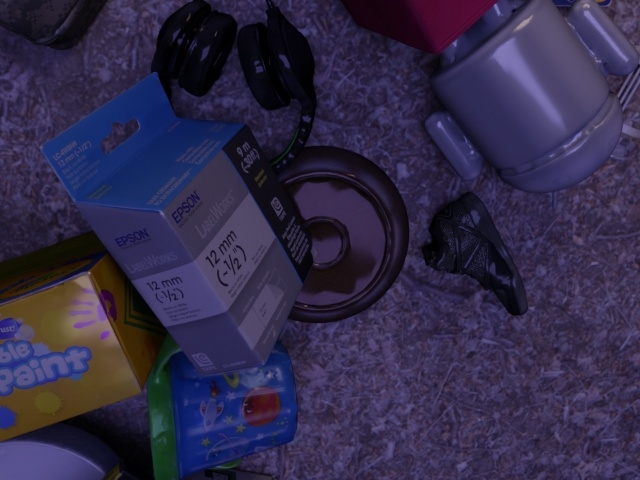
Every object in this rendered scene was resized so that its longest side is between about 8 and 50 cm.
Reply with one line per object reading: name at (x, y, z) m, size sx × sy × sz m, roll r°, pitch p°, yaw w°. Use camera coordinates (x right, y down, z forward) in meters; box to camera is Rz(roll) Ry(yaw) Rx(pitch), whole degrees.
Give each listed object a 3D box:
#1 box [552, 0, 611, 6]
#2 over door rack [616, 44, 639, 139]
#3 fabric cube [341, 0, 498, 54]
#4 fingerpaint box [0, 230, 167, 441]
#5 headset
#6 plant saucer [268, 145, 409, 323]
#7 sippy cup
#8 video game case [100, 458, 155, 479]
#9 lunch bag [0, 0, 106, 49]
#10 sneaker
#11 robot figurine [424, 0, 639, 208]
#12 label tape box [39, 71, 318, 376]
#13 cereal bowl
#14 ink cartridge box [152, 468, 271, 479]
box at (0.387, -0.476, 0.894) m, size 0.136 × 0.036 × 0.225 m, roll -1°, pitch 102°, yaw -4°
over door rack at (0.641, -0.234, 0.938) m, size 0.324 × 0.108 × 0.240 m, roll 25°, pitch 101°, yaw -10°
fabric cube at (0.120, -0.438, 0.730) m, size 0.259 × 0.254 × 0.258 m, roll -41°, pitch 125°, yaw 3°
fingerpaint box at (-0.439, 0.132, 0.803) m, size 0.444 × 0.371 × 0.163 m, roll -19°, pitch 104°, yaw -1°
headset at (-0.116, -0.281, 0.866) m, size 0.243 × 0.185 × 0.394 m, roll 10°, pitch 116°, yaw 2°
plant saucer at (0.000, 0.000, 0.973) m, size 0.310 × 0.050 × 0.311 m, roll -1°, pitch 103°, yaw -3°
sippy cup at (-0.158, 0.256, 0.942) m, size 0.223 × 0.305 × 0.240 m, roll -4°, pitch 75°, yaw -15°
video game case at (-0.302, 0.510, 0.934) m, size 0.248 × 0.035 × 0.275 m, roll -45°, pitch 117°, yaw -2°
lunch bag at (-0.365, -0.420, 0.734) m, size 0.212 × 0.256 × 0.305 m, roll 38°, pitch 97°, yaw -12°
sneaker at (0.255, 0.045, 0.986) m, size 0.130 × 0.087 × 0.228 m, roll -31°, pitch 101°, yaw 5°
robot figurine at (0.305, -0.215, 0.866) m, size 0.300 × 0.200 × 0.353 m, roll -34°, pitch 105°, yaw 28°
label tape box at (-0.152, -0.037, 0.765) m, size 0.115 × 0.249 × 0.348 m, roll -14°, pitch 118°, yaw 27°
cereal bowl at (-0.475, 0.452, 0.994) m, size 0.338 × 0.141 × 0.339 m, roll -1°, pitch 104°, yaw -5°
ink cartridge box at (-0.207, 0.498, 1.051) m, size 0.219 × 0.092 × 0.160 m, roll 15°, pitch 102°, yaw -9°
